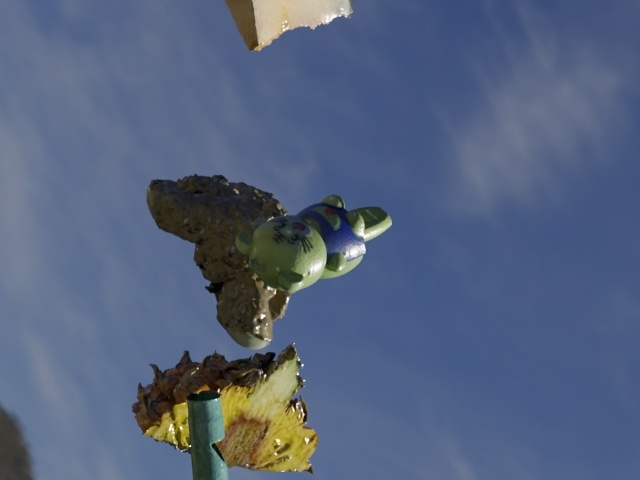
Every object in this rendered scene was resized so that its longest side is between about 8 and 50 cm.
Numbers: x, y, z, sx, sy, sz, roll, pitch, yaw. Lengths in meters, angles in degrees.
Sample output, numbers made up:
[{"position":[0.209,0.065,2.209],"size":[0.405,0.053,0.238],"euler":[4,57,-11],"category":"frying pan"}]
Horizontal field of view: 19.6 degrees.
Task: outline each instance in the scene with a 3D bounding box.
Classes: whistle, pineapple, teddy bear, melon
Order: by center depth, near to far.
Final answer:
[{"position":[-0.109,0.244,1.851],"size":[0.039,0.039,0.186],"euler":[15,-68,58],"category":"whistle"},{"position":[-0.031,-0.254,1.870],"size":[0.054,0.182,0.098],"euler":[-19,-85,37],"category":"melon"},{"position":[-0.105,0.166,2.182],"size":[0.140,0.250,0.164],"euler":[49,-59,51],"category":"pineapple"},{"position":[0.000,0.000,2.184],"size":[0.105,0.227,0.085],"euler":[41,-48,28],"category":"whistle"},{"position":[-0.111,-0.001,2.523],"size":[0.267,0.156,0.256],"euler":[56,2,-4],"category":"teddy bear"}]
